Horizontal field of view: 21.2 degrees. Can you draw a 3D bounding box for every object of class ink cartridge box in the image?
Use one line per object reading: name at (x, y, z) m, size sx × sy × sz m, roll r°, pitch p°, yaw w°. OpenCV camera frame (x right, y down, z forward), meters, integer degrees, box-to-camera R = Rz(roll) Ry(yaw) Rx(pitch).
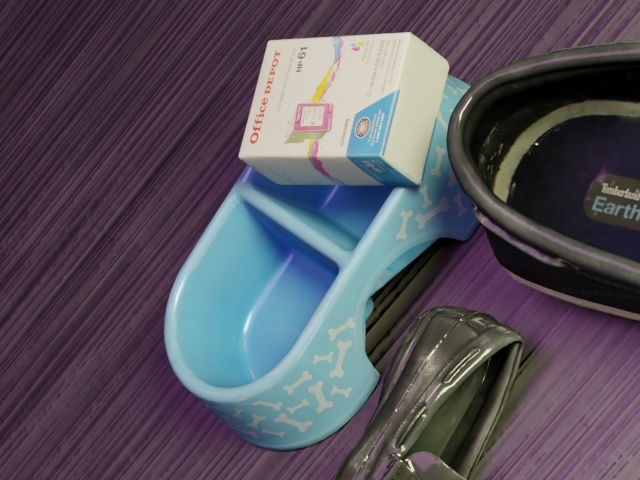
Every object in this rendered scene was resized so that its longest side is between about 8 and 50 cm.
ink cartridge box at (0.014, -0.085, 1.131) m, size 0.122 × 0.052 × 0.088 m, roll 1°, pitch 71°, yaw 40°

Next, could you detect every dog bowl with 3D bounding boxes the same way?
dog bowl at (0.000, 0.000, 1.187) m, size 0.166 × 0.074 × 0.297 m, roll 34°, pitch 92°, yaw 42°

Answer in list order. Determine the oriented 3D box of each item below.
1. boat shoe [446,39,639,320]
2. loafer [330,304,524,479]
boat shoe at (0.281, -0.020, 0.925) m, size 0.500 × 0.156 × 0.187 m, roll 10°, pitch 74°, yaw 39°
loafer at (0.060, 0.146, 1.070) m, size 0.078 × 0.076 × 0.223 m, roll 13°, pitch 75°, yaw 49°
